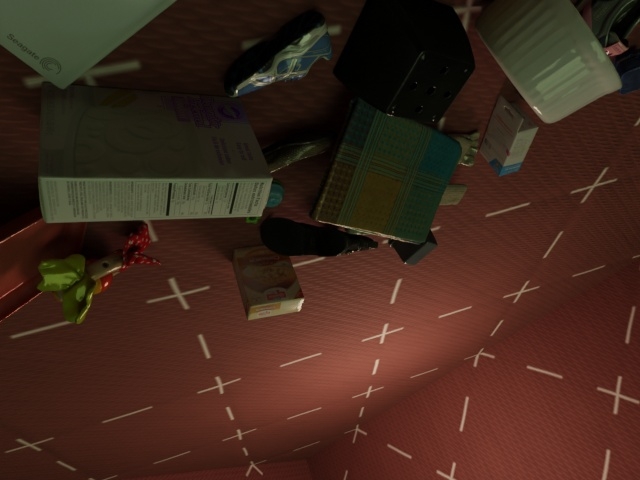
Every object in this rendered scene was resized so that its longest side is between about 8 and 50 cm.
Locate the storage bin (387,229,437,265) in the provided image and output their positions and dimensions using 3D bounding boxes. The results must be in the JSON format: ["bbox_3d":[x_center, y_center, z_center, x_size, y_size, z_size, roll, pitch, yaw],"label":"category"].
[{"bbox_3d":[0.282,0.007,1.432,0.098,0.091,0.135,14,130,-41],"label":"storage bin"}]

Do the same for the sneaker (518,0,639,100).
[{"bbox_3d":[0.560,-0.407,0.998,0.112,0.131,0.319,2,138,-32],"label":"sneaker"}]

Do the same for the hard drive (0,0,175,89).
[{"bbox_3d":[-0.311,-0.382,0.619,0.353,0.047,0.233,-31,144,12],"label":"hard drive"}]

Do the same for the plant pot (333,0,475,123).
[{"bbox_3d":[0.164,-0.319,0.865,0.188,0.166,0.188,2,139,-31],"label":"plant pot"}]

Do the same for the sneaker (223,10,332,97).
[{"bbox_3d":[-0.071,-0.305,0.827,0.211,0.080,0.081,-28,142,9],"label":"sneaker"}]

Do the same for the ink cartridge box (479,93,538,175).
[{"bbox_3d":[0.463,-0.262,1.161,0.062,0.104,0.181,-15,145,-11],"label":"ink cartridge box"}]

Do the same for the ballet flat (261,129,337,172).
[{"bbox_3d":[-0.076,-0.170,0.971,0.250,0.084,0.058,-25,121,-20],"label":"ballet flat"}]

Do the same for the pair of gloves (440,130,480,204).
[{"bbox_3d":[0.301,-0.178,1.240,0.204,0.042,0.240,-7,137,-13],"label":"pair of gloves"}]

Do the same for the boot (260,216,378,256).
[{"bbox_3d":[0.000,0.000,1.240,0.263,0.091,0.229,11,-176,21],"label":"boot"}]

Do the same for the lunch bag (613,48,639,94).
[{"bbox_3d":[0.755,-0.416,1.155,0.067,0.065,0.098,-16,149,18],"label":"lunch bag"}]

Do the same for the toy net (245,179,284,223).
[{"bbox_3d":[-0.176,-0.124,1.046,0.122,0.045,0.232,-30,143,13],"label":"toy net"}]

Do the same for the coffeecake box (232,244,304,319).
[{"bbox_3d":[-0.140,0.103,1.241,0.143,0.185,0.068,-7,142,-22],"label":"coffeecake box"}]

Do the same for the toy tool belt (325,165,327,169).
[{"bbox_3d":[0.044,-0.149,1.137,0.051,0.052,0.083,8,149,23],"label":"toy tool belt"}]

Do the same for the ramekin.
[{"bbox_3d":[0.411,-0.351,0.876,0.135,0.277,0.277,-37,144,31],"label":"ramekin"}]

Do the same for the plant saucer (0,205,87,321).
[{"bbox_3d":[-0.567,0.031,0.915,0.048,0.258,0.259,36,128,0],"label":"plant saucer"}]

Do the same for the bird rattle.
[{"bbox_3d":[-0.489,0.061,1.041,0.207,0.143,0.253,-22,-164,44],"label":"bird rattle"}]

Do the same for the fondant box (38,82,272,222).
[{"bbox_3d":[-0.273,-0.147,0.786,0.331,0.238,0.096,-3,139,-27],"label":"fondant box"}]

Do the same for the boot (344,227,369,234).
[{"bbox_3d":[0.086,-0.095,1.099,0.213,0.077,0.165,0,104,-59],"label":"boot"}]

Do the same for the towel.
[{"bbox_3d":[0.158,-0.139,1.054,0.370,0.040,0.271,10,106,-41],"label":"towel"}]
